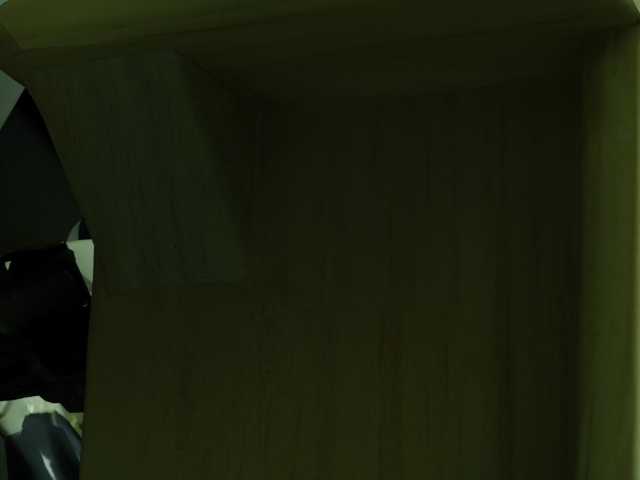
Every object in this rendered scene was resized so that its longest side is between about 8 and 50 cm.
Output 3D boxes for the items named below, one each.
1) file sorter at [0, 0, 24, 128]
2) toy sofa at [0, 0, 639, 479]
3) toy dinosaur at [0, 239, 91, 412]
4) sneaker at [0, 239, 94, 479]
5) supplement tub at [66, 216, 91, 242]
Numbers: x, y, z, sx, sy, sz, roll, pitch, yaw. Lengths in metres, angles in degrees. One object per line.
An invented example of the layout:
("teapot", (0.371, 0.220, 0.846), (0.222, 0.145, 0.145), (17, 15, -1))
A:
("file sorter", (-0.219, -0.178, 0.812), (0.173, 0.278, 0.193), (39, 17, 19))
("toy sofa", (0.021, 0.125, 0.380), (0.177, 0.150, 0.363), (30, 59, -58))
("toy dinosaur", (-0.176, 0.026, 0.460), (0.322, 0.218, 0.164), (-129, -164, -63))
("sneaker", (-0.074, 0.130, 0.613), (0.153, 0.094, 0.235), (101, -27, -71))
("supplement tub", (0.000, 0.000, 0.782), (0.191, 0.272, 0.191), (33, 18, -12))
